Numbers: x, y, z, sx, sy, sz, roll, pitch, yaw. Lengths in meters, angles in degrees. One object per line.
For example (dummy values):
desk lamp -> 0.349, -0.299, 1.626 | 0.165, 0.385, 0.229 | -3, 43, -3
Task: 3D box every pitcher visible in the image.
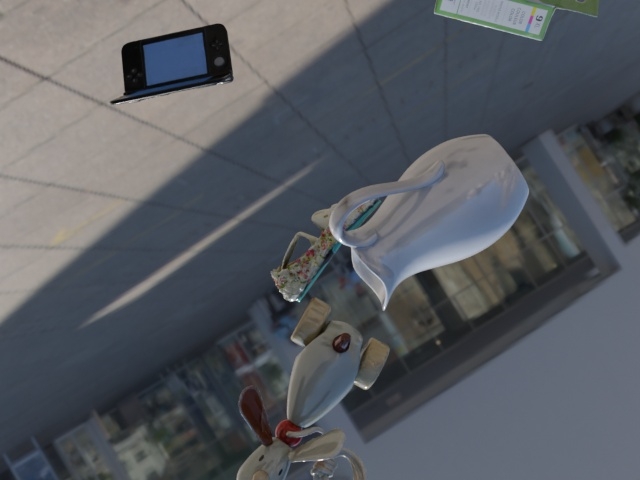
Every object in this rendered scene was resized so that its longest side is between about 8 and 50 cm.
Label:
pitcher -> 0.115, -0.036, 1.006 | 0.207, 0.125, 0.178 | -35, 147, 1

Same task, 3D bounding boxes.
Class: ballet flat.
ballet flat -> 0.000, 0.000, 1.532 | 0.241, 0.077, 0.091 | -51, 176, 15

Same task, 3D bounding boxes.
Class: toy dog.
toy dog -> -0.014, 0.251, 1.436 | 0.220, 0.333, 0.161 | 9, 169, 0

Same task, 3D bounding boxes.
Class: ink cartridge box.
ink cartridge box -> 0.269, -0.338, 1.261 | 0.062, 0.209, 0.109 | 99, 7, -50

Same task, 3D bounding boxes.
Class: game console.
game console -> -0.160, -0.189, 0.986 | 0.122, 0.107, 0.071 | -10, 161, 5
